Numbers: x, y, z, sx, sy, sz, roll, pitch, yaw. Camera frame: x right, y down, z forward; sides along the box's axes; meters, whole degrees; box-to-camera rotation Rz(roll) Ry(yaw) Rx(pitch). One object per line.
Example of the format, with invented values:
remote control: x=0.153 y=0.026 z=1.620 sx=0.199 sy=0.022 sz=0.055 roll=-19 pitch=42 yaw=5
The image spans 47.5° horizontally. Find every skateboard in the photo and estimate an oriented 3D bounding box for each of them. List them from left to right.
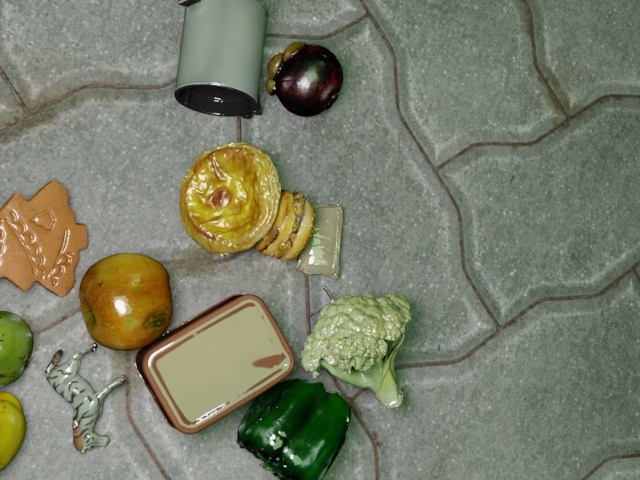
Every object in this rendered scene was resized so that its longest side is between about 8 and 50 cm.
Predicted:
skateboard: x=-0.003 y=0.167 z=1.958 sx=0.083 sy=0.032 sz=0.064 roll=-32 pitch=80 yaw=-19

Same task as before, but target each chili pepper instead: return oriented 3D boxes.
chili pepper: x=-0.054 y=0.475 z=1.794 sx=0.248 sy=0.233 sz=0.257 roll=42 pitch=67 yaw=-10

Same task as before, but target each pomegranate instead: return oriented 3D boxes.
pomegranate: x=-0.775 y=0.238 z=1.663 sx=0.224 sy=0.181 sz=0.182 roll=21 pitch=76 yaw=-2

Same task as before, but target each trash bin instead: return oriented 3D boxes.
trash bin: x=-0.258 y=-0.483 z=1.891 sx=0.277 sy=0.217 sz=0.263 roll=18 pitch=73 yaw=-46

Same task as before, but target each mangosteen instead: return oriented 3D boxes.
mangosteen: x=-0.039 y=-0.436 z=1.958 sx=0.209 sy=0.210 sz=0.210 roll=2 pitch=81 yaw=-15

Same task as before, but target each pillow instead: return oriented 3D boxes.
pillow: x=0.000 y=0.000 z=1.969 sx=0.119 sy=0.053 sz=0.208 roll=7 pitch=80 yaw=-10

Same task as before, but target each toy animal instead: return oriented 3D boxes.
toy animal: x=-0.548 y=0.368 z=1.749 sx=0.169 sy=0.090 sz=0.255 roll=-23 pitch=85 yaw=-14

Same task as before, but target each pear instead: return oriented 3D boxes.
pear: x=-0.762 y=0.432 z=1.631 sx=0.199 sy=0.200 sz=0.200 roll=2 pitch=81 yaw=-15

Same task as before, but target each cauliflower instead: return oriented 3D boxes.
cauliflower: x=0.096 y=0.265 z=1.858 sx=0.326 sy=0.260 sz=0.281 roll=-19 pitch=126 yaw=-15

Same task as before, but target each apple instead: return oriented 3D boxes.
apple: x=-0.457 y=0.143 z=1.737 sx=0.207 sy=0.237 sz=0.237 roll=-12 pitch=84 yaw=-31

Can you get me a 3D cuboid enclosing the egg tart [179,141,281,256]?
egg tart: x=-0.224 y=-0.105 z=1.866 sx=0.294 sy=0.116 sz=0.295 roll=-2 pitch=84 yaw=15

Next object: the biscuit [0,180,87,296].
biscuit: x=-0.699 y=0.006 z=1.719 sx=0.306 sy=0.043 sz=0.284 roll=-9 pitch=97 yaw=-42

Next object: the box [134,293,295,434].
box: x=-0.255 y=0.295 z=1.763 sx=0.339 sy=0.229 sz=0.240 roll=-30 pitch=91 yaw=-17

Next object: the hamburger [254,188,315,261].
hamburger: x=-0.087 y=-0.043 z=1.893 sx=0.117 sy=0.181 sz=0.191 roll=21 pitch=68 yaw=-27
